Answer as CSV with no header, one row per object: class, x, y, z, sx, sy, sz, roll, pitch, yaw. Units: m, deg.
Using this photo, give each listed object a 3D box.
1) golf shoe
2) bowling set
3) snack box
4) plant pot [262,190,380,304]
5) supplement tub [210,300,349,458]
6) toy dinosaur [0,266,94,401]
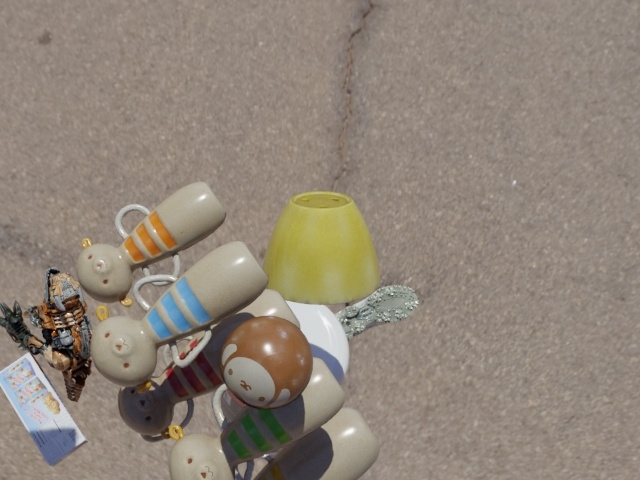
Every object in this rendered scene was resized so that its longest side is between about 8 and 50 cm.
golf shoe,0.091,0.130,1.310,0.176,0.086,0.069,-18,83,-15
bowling set,-0.085,0.088,0.487,0.154,0.200,0.287,-34,83,-4
snack box,-0.440,0.264,1.133,0.064,0.022,0.178,-36,70,-14
plant pot,0.000,0.000,0.793,0.134,0.095,0.134,0,20,0
supplement tub,-0.071,0.215,1.108,0.191,0.272,0.191,5,57,-8
toy dinosaur,-0.516,0.191,1.418,0.218,0.322,0.164,30,20,35
